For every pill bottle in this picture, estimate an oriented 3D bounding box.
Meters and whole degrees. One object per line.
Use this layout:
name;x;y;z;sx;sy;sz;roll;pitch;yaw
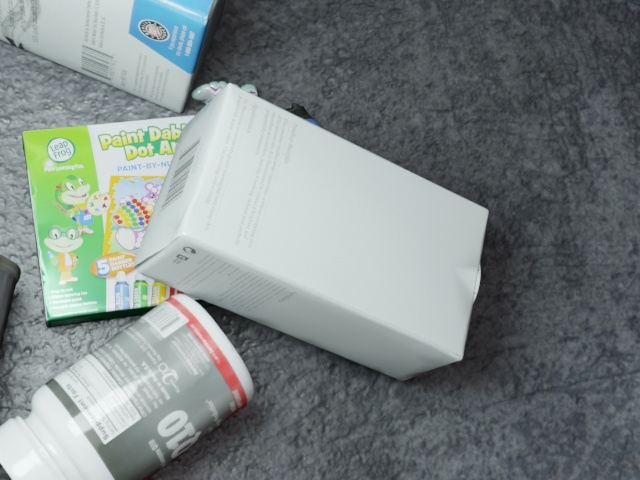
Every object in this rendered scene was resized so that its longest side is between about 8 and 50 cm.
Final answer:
pill bottle;-0.233;0.203;1.381;0.283;0.161;0.161;-36;85;-18

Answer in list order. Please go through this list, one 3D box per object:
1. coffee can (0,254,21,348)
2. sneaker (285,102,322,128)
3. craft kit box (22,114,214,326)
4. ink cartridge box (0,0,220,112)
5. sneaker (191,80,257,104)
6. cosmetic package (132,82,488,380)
coffee can;-0.468;0.143;1.325;0.202;0.201;0.275;12;74;-9
sneaker;-0.066;-0.123;1.553;0.152;0.058;0.084;-37;92;-22
craft kit box;-0.238;-0.029;1.497;0.250;0.061;0.246;-8;75;-14
ink cartridge box;-0.312;-0.344;1.439;0.395;0.285;0.166;22;71;-7
sneaker;-0.120;-0.172;1.554;0.098;0.038;0.069;-5;74;-33
cosmetic package;0.000;0.000;1.429;0.385;0.156;0.217;27;61;-21
